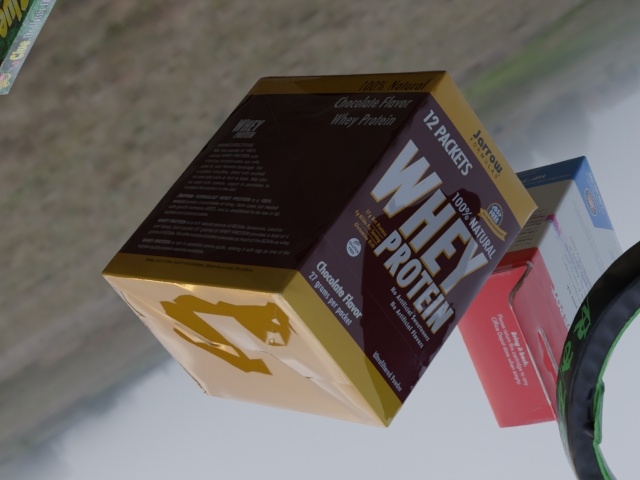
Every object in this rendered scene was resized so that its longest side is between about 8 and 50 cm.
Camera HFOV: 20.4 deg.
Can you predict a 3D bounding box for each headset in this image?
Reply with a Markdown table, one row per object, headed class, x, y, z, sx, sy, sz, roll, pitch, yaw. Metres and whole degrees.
| class | x | y | z | sx | sy | sz | roll | pitch | yaw |
| --- | --- | --- | --- | --- | --- | --- | --- | --- | --- |
| headset | 0.347 | 0.104 | 1.083 | 0.394 | 0.243 | 0.185 | -2 | -163 | -4 |

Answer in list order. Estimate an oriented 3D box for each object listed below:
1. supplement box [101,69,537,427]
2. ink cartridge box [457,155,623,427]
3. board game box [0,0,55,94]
| class | x | y | z | sx | sy | sz | roll | pitch | yaw |
| --- | --- | --- | --- | --- | --- | --- | --- | --- | --- |
| supplement box | 0.000 | 0.000 | 1.185 | 0.191 | 0.129 | 0.194 | 4 | -130 | 49 |
| ink cartridge box | 0.166 | 0.048 | 1.363 | 0.078 | 0.134 | 0.231 | -13 | -158 | 29 |
| board game box | -0.301 | -0.262 | 1.738 | 0.030 | 0.136 | 0.260 | -12 | 160 | -30 |
